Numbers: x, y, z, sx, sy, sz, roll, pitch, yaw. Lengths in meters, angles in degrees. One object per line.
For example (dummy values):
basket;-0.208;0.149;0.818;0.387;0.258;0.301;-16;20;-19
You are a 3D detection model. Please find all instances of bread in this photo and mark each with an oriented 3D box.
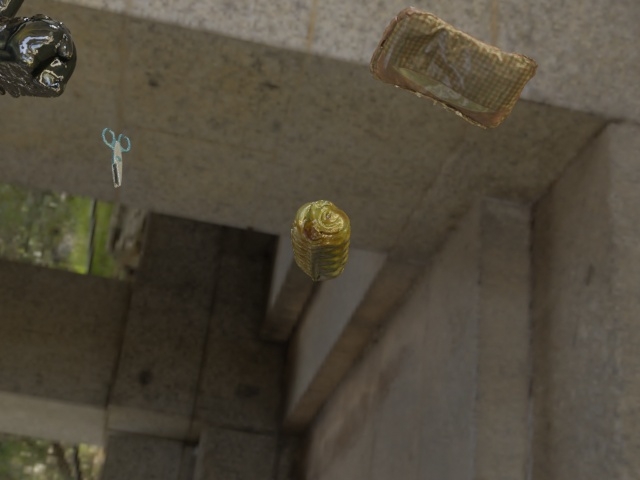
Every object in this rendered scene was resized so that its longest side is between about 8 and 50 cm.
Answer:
bread;0.001;0.001;1.747;0.087;0.098;0.269;-46;-11;-12

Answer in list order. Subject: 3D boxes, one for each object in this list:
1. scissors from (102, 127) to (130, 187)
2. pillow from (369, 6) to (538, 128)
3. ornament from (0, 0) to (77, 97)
scissors;-0.351;-0.141;1.745;0.014;0.058;0.119;-34;51;35
pillow;0.177;-0.232;1.375;0.135;0.211;0.034;119;170;-47
ornament;-0.283;-0.264;1.046;0.080;0.202;0.236;49;-119;-46
